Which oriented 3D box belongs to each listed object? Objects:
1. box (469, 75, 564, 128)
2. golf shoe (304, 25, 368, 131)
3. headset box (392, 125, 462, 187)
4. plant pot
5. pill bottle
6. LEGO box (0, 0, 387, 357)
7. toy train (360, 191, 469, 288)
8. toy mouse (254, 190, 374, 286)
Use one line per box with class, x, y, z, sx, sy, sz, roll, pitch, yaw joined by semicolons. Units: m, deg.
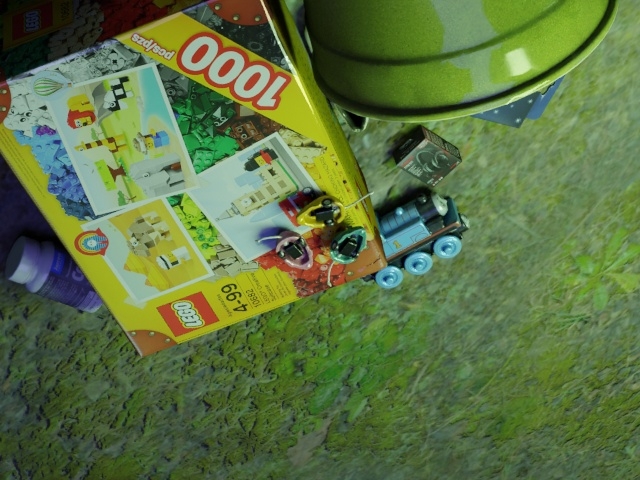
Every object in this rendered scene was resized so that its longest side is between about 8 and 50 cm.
box;0.231;-0.227;1.987;0.225;0.036;0.136;10;130;-22
golf shoe;0.031;-0.219;1.918;0.069;0.086;0.176;-20;132;9
headset box;0.147;-0.120;2.071;0.083;0.032;0.062;29;122;-34
plant pot;0.116;-0.381;1.618;0.366;0.366;0.353;-17;127;5
pill bottle;-0.372;0.046;2.088;0.137;0.078;0.078;23;124;-29
LEGO box;-0.174;-0.125;1.889;0.372;0.193;0.500;-21;133;7
toy train;0.124;-0.004;2.144;0.184;0.080;0.105;-28;126;15
toy mouse;0.000;0.000;1.888;0.161;0.031;0.143;-15;133;1
